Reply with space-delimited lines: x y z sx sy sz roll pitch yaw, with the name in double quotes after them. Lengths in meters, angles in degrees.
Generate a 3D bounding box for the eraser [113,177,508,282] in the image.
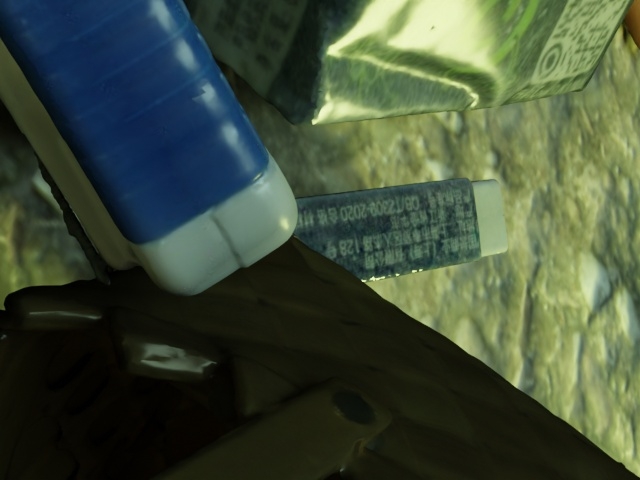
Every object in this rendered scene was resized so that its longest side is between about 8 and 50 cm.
0.000 0.000 0.847 0.212 0.092 0.046 -9 92 -51 "eraser"

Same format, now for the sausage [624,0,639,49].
0.222 -0.167 1.171 0.034 0.034 0.083 -50 124 -40 "sausage"

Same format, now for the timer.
-0.103 -0.089 0.638 0.078 0.253 0.178 -32 115 -4 "timer"

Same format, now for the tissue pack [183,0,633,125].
0.116 -0.252 0.825 0.288 0.124 0.394 -13 135 -51 "tissue pack"

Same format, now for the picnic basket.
-0.042 0.160 0.602 0.321 0.291 0.254 -27 145 -55 "picnic basket"
